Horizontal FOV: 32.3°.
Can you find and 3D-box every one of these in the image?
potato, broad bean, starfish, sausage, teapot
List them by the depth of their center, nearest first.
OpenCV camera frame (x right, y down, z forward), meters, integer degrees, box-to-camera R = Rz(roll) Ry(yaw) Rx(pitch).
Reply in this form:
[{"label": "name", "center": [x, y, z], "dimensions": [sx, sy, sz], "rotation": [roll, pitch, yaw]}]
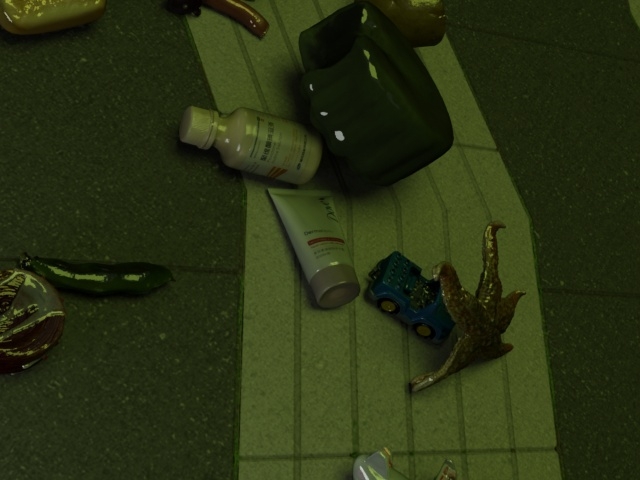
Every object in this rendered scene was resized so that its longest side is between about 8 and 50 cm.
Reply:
[{"label": "broad bean", "center": [-0.350, 0.058, 1.764], "dimensions": [0.255, 0.046, 0.065], "rotation": [6, 47, -27]}, {"label": "starfish", "center": [0.273, 0.142, 1.970], "dimensions": [0.094, 0.375, 0.327], "rotation": [24, 67, 39]}, {"label": "teapot", "center": [-0.259, -0.459, 2.123], "dimensions": [0.100, 0.068, 0.045], "rotation": [33, 44, -56]}, {"label": "sausage", "center": [-0.181, -0.461, 2.183], "dimensions": [0.177, 0.040, 0.047], "rotation": [26, 37, -19]}, {"label": "potato", "center": [0.148, -0.480, 2.322], "dimensions": [0.158, 0.178, 0.203], "rotation": [-25, 91, -22]}]

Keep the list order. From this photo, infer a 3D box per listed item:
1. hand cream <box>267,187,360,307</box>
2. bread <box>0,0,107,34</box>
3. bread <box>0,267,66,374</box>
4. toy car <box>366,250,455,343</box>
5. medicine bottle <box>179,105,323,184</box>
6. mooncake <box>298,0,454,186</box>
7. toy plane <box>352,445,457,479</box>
[{"label": "hand cream", "center": [0.000, 0.000, 1.996], "dimensions": [0.133, 0.083, 0.248], "rotation": [0, 53, -33]}, {"label": "bread", "center": [-0.486, -0.438, 1.945], "dimensions": [0.217, 0.098, 0.147], "rotation": [-17, 93, -34]}, {"label": "bread", "center": [-0.460, 0.119, 1.643], "dimensions": [0.160, 0.073, 0.160], "rotation": [14, 54, -20]}, {"label": "toy car", "center": [0.182, 0.096, 2.022], "dimensions": [0.191, 0.100, 0.097], "rotation": [35, 48, -12]}, {"label": "medicine bottle", "center": [-0.127, -0.181, 1.997], "dimensions": [0.252, 0.114, 0.114], "rotation": [14, 56, -23]}, {"label": "mooncake", "center": [0.096, -0.272, 2.085], "dimensions": [0.351, 0.187, 0.351], "rotation": [47, 22, -25]}, {"label": "toy plane", "center": [0.143, 0.444, 1.780], "dimensions": [0.252, 0.118, 0.252], "rotation": [14, 59, -24]}]
